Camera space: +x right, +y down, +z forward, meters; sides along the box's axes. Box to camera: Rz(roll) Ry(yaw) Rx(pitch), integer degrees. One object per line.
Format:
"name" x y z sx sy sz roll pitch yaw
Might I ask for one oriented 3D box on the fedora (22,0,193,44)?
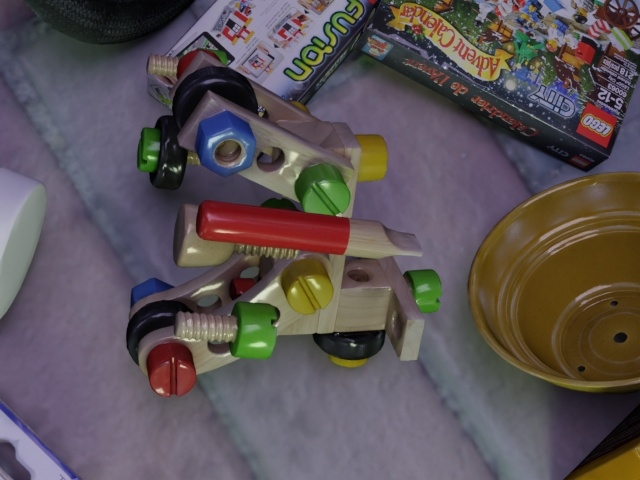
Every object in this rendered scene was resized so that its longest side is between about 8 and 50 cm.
"fedora" -0.193 -0.330 1.063 0.153 0.334 0.334 14 66 30

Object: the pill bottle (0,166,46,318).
"pill bottle" -0.351 -0.033 0.964 0.272 0.152 0.152 19 69 -1

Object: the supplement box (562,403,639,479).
"supplement box" 0.307 0.153 0.961 0.194 0.191 0.129 -40 80 -19

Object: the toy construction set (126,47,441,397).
"toy construction set" 0.000 0.000 0.929 0.237 0.309 0.257 6 95 -16

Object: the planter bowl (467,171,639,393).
"planter bowl" 0.230 0.053 1.022 0.217 0.090 0.217 -11 44 11

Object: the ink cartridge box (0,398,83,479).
"ink cartridge box" -0.290 0.217 0.939 0.223 0.045 0.224 43 71 9

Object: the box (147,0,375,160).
"box" -0.040 -0.173 1.114 0.114 0.036 0.207 37 70 6

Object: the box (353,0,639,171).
"box" 0.164 -0.182 1.120 0.233 0.044 0.159 27 69 -8
